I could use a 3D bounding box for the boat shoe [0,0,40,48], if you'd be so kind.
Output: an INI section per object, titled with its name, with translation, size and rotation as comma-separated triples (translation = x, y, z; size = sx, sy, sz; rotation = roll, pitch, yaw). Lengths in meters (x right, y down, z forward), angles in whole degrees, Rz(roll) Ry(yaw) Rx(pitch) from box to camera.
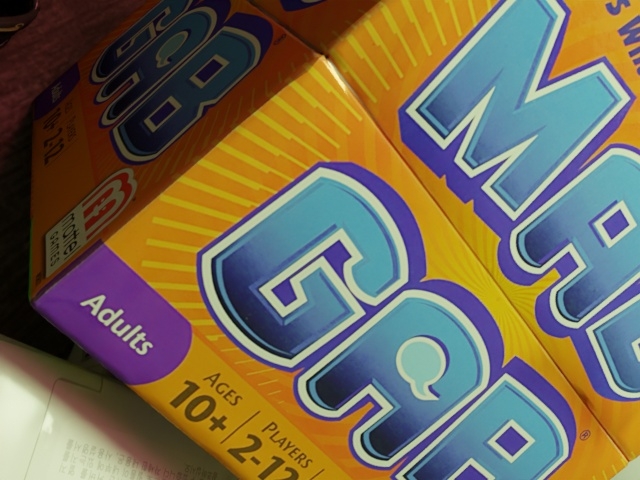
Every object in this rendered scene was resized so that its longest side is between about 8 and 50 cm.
[boat shoe]
translation = -0.295, -0.187, 0.551
size = 0.227, 0.068, 0.081
rotation = 12, 64, -55

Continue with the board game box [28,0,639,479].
[board game box]
translation = 0.050, -0.040, 0.607
size = 0.356, 0.356, 0.356
rotation = 49, 3, -30

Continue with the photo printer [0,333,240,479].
[photo printer]
translation = -0.161, 0.231, 0.472
size = 0.256, 0.107, 0.308
rotation = 33, 60, -44

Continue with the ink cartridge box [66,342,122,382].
[ink cartridge box]
translation = -0.142, 0.100, 0.657
size = 0.099, 0.056, 0.135
rotation = 49, 38, -35

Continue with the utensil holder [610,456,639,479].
[utensil holder]
translation = 0.385, 0.220, 1.190
size = 0.327, 0.327, 0.386
rotation = -18, 93, -59
